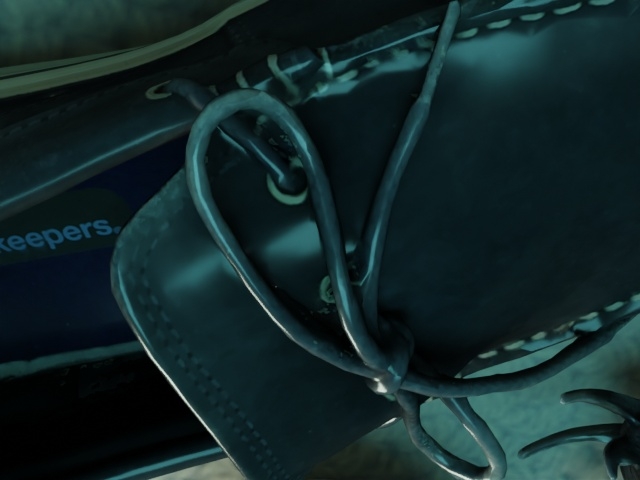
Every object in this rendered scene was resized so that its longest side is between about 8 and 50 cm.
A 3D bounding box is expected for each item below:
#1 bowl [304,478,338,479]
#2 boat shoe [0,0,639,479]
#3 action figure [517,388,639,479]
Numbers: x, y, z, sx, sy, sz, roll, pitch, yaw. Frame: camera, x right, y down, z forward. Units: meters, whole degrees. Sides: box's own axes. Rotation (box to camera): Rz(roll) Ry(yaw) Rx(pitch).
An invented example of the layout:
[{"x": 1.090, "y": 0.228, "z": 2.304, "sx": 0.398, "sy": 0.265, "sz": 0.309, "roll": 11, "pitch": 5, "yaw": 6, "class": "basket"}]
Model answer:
[{"x": 0.001, "y": 0.169, "z": 0.618, "sx": 0.170, "sy": 0.080, "sz": 0.170, "roll": 1, "pitch": 126, "yaw": 1, "class": "bowl"}, {"x": 0.000, "y": 0.000, "z": 0.424, "sx": 0.500, "sy": 0.156, "sz": 0.187, "roll": -13, "pitch": 131, "yaw": 16, "class": "boat shoe"}, {"x": 0.229, "y": 0.128, "z": 0.555, "sx": 0.275, "sy": 0.141, "sz": 0.164, "roll": 33, "pitch": 133, "yaw": 9, "class": "action figure"}]
